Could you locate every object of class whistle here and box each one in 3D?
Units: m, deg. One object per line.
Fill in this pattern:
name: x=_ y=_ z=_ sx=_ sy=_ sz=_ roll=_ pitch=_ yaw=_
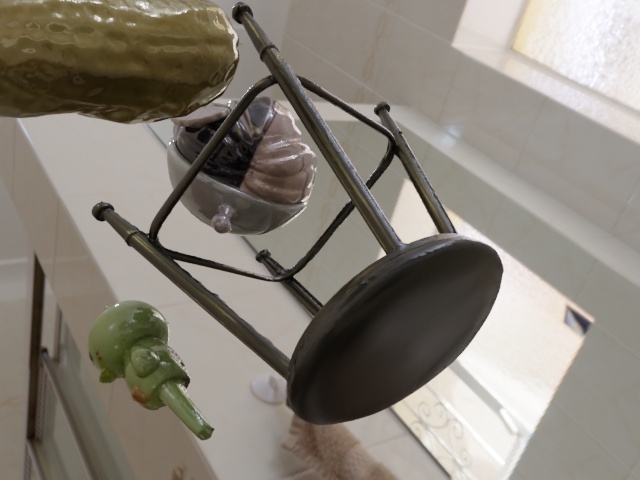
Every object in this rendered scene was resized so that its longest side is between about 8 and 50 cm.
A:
whistle: x=-0.280 y=0.209 z=1.048 sx=0.141 sy=0.294 sz=0.141 roll=-22 pitch=-36 yaw=-17

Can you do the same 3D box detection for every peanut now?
peanut: x=-0.214 y=-0.170 z=0.615 sx=0.319 sy=0.147 sz=0.147 roll=-17 pitch=-47 yaw=-45

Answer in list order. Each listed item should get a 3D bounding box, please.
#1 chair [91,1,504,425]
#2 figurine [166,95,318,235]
chair: x=0.000 y=0.000 z=0.900 sx=0.362 sy=0.410 sz=0.364 roll=-50 pitch=-36 yaw=16
figurine: x=-0.123 y=-0.113 z=1.095 sx=0.253 sy=0.361 sz=0.211 roll=6 pitch=-90 yaw=-12
